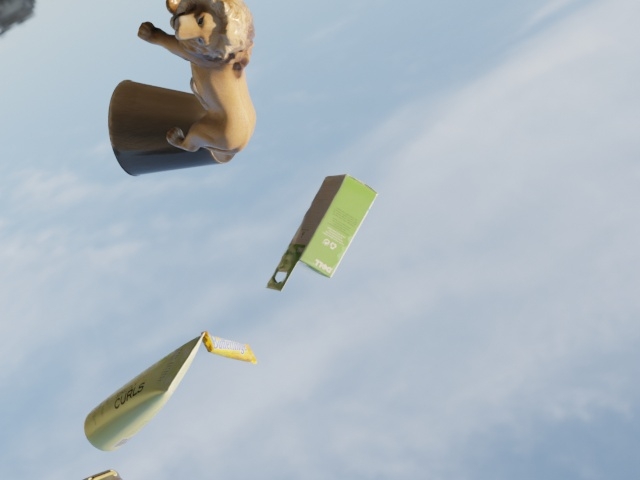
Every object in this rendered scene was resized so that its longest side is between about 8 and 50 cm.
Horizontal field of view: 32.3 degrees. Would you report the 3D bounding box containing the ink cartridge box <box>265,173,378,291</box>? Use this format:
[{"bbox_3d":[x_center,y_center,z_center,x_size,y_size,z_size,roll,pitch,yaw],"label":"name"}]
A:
[{"bbox_3d":[0.000,0.000,1.727,0.209,0.062,0.109,-61,-164,-7],"label":"ink cartridge box"}]

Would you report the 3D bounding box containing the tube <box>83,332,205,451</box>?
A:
[{"bbox_3d":[-0.214,0.188,1.333,0.062,0.070,0.240,3,152,-35],"label":"tube"}]

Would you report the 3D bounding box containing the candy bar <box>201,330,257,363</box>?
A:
[{"bbox_3d":[-0.150,0.176,1.801,0.018,0.040,0.161,-34,156,13],"label":"candy bar"}]

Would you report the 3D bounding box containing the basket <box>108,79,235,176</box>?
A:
[{"bbox_3d":[-0.289,-0.224,2.229,0.227,0.204,0.154,4,-154,26],"label":"basket"}]

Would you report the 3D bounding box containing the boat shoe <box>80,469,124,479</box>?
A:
[{"bbox_3d":[-0.270,0.274,1.043,0.228,0.068,0.081,-6,141,-49],"label":"boat shoe"}]

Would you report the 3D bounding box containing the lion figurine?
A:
[{"bbox_3d":[-0.174,-0.266,1.843,0.240,0.392,0.142,27,-119,34],"label":"lion figurine"}]
